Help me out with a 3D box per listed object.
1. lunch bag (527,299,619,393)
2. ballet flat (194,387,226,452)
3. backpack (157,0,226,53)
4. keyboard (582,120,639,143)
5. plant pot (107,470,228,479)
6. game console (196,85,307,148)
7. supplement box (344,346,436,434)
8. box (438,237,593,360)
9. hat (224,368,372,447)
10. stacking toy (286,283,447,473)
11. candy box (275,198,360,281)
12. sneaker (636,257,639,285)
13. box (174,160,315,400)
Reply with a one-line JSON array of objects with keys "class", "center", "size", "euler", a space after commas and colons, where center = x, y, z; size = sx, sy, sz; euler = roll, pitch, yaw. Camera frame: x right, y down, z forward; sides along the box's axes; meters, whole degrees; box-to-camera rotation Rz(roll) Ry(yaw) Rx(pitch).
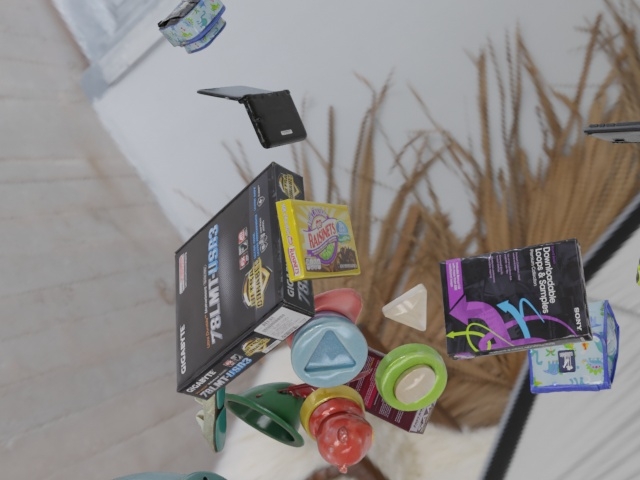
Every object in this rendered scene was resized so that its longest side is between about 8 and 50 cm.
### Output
[{"class": "lunch bag", "center": [0.405, 0.178, 1.578], "size": [0.096, 0.129, 0.151], "euler": [54, 39, -38]}, {"class": "ballet flat", "center": [-0.191, 0.290, 1.706], "size": [0.057, 0.052, 0.168], "euler": [-47, 144, -64]}, {"class": "backpack", "center": [-0.217, -0.387, 1.735], "size": [0.084, 0.105, 0.114], "euler": [44, -18, -23]}, {"class": "keyboard", "center": [0.427, -0.135, 1.208], "size": [0.108, 0.180, 0.023], "euler": [8, 88, -42]}, {"class": "plant pot", "center": [-0.243, 0.469, 1.487], "size": [0.272, 0.255, 0.271], "euler": [35, 41, -37]}, {"class": "game console", "center": [-0.087, -0.164, 1.290], "size": [0.122, 0.071, 0.107], "euler": [-25, 93, -62]}, {"class": "supplement box", "center": [0.138, 0.319, 2.163], "size": [0.239, 0.130, 0.073], "euler": [21, -1, 36]}, {"class": "box", "center": [0.219, 0.067, 1.115], "size": [0.029, 0.162, 0.116], "euler": [40, 43, -60]}, {"class": "hat", "center": [-0.057, 0.275, 1.869], "size": [0.208, 0.173, 0.183], "euler": [35, 67, -8]}, {"class": "stacking toy", "center": [0.090, 0.237, 1.698], "size": [0.130, 0.280, 0.309], "euler": [-113, -172, -63]}, {"class": "candy box", "center": [0.000, 0.000, 1.336], "size": [0.206, 0.027, 0.105], "euler": [0, 76, -68]}, {"class": "sneaker", "center": [0.728, 0.040, 2.021], "size": [0.123, 0.109, 0.295], "euler": [16, 15, 27]}, {"class": "box", "center": [-0.134, 0.067, 1.614], "size": [0.073, 0.293, 0.295], "euler": [26, 42, -33]}]
